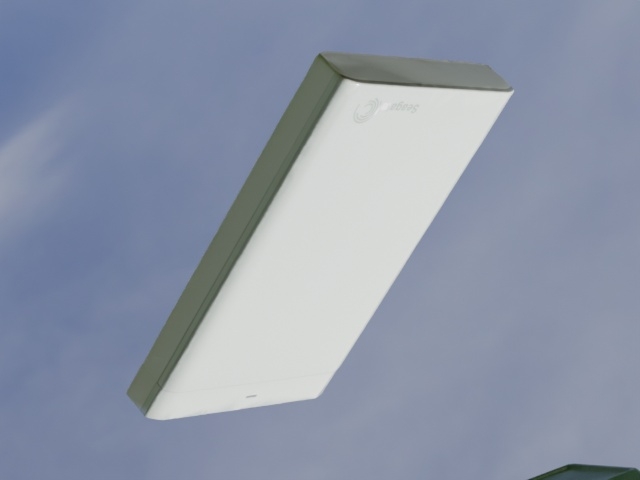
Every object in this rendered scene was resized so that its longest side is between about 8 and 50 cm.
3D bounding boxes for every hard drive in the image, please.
[{"bbox_3d":[0.000,0.000,1.345,0.203,0.307,0.040,-3,-138,-50],"label":"hard drive"}]

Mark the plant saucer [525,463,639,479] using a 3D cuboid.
[{"bbox_3d":[0.052,0.131,0.774,0.192,0.018,0.067,-17,-177,-26],"label":"plant saucer"}]
